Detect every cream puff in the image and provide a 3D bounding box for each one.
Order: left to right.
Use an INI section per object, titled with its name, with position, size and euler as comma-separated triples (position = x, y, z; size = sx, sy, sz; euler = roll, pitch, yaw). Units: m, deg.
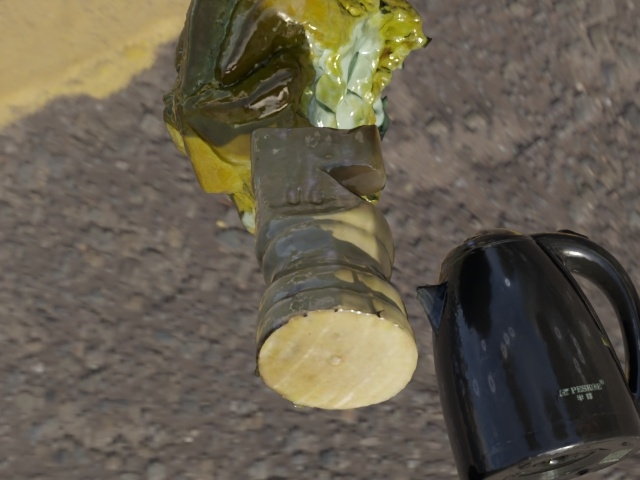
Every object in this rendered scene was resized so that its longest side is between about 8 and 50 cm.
[cream puff]
position = -0.063, -0.175, 1.825
size = 0.274, 0.269, 0.323
euler = 0, 72, 47

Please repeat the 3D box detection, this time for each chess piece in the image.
[chess piece]
position = 0.000, 0.000, 1.492
size = 0.137, 0.137, 0.301
euler = -21, 43, 12

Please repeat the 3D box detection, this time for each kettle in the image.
[kettle]
position = 0.251, 0.121, 1.939
size = 0.268, 0.207, 0.290
euler = -8, 68, -19
